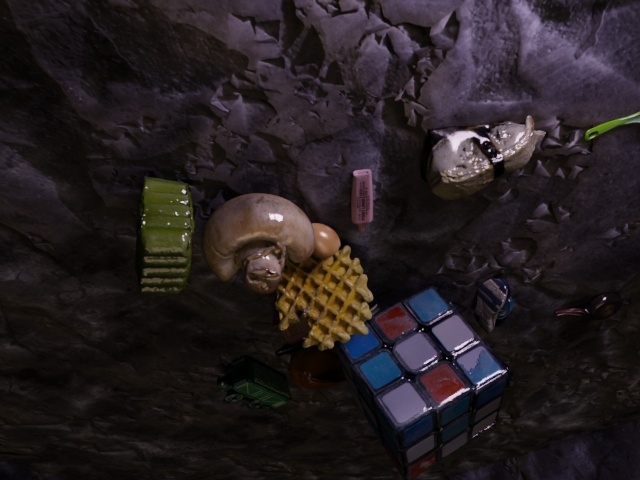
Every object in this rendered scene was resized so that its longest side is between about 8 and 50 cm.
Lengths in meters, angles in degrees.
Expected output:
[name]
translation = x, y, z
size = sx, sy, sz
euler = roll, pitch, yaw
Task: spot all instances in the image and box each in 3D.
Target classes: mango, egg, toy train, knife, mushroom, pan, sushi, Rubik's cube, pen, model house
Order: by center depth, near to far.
[sushi]
translation = 0.356, -0.168, 1.155
size = 0.273, 0.109, 0.134
euler = -8, 141, 0
[knife]
translation = 0.646, -0.247, 1.176
size = 0.166, 0.022, 0.078
euler = -16, 133, 7
[mushroom]
translation = -0.147, -0.004, 1.204
size = 0.254, 0.195, 0.189
euler = -17, 136, 9
[pen]
translation = 0.096, -0.083, 1.274
size = 0.053, 0.032, 0.197
euler = -7, 139, -1
[egg]
translation = 0.000, 0.000, 1.321
size = 0.096, 0.080, 0.080
euler = 35, 126, -18
[model house]
translation = -0.008, 0.192, 1.532
size = 0.294, 0.154, 0.207
euler = -26, -179, 32
[Rubik's cube]
translation = 0.280, 0.403, 1.572
size = 0.359, 0.363, 0.362
euler = -30, 141, -11
[pan]
translation = 0.866, 0.224, 1.764
size = 0.212, 0.040, 0.114
euler = -12, 135, 4
[mango]
translation = 0.005, 0.414, 1.778
size = 0.236, 0.136, 0.166
euler = 8, 152, -25
[toy train]
translation = -0.227, 0.491, 1.849
size = 0.154, 0.115, 0.269
euler = -34, 134, 16

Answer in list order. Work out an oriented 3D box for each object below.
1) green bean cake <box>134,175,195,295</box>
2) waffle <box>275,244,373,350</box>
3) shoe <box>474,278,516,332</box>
[green bean cake]
translation = -0.330, -0.007, 1.154
size = 0.113, 0.214, 0.200
euler = 2, 139, -18
[waffle]
translation = 0.007, 0.143, 1.378
size = 0.250, 0.261, 0.056
euler = -11, 170, 11
[shoe]
translation = 0.529, 0.186, 1.639
size = 0.106, 0.091, 0.207
euler = -23, 139, -16
